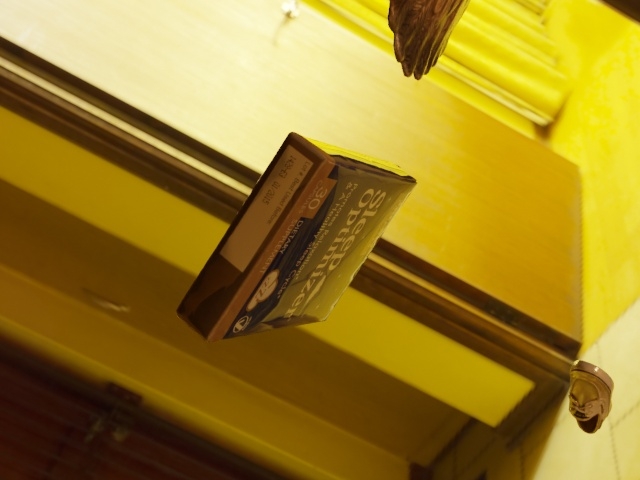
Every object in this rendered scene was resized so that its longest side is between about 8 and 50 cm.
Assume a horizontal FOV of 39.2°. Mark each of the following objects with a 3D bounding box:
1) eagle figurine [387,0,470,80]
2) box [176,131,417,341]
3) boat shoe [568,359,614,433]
[{"bbox_3d":[0.107,-0.280,0.604,0.226,0.225,0.298,56,-167,-69],"label":"eagle figurine"},{"bbox_3d":[0.000,0.000,0.638,0.136,0.036,0.225,-57,-18,13],"label":"box"},{"bbox_3d":[0.229,0.138,0.770,0.035,0.035,0.100,-59,-31,-22],"label":"boat shoe"}]
